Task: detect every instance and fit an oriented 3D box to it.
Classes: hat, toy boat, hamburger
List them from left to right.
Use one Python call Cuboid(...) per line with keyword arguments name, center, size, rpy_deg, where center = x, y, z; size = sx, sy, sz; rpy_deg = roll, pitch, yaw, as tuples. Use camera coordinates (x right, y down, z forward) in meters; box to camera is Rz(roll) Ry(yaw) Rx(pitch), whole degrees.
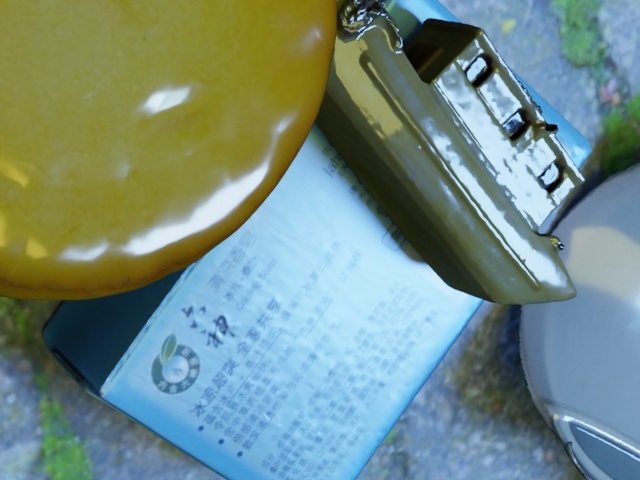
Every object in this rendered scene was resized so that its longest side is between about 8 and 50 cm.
Cuboid(name="hamburger", center=(-0.121, -0.097, 0.708), size=(0.246, 0.170, 0.246), rpy_deg=(-4, 98, -35))
Cuboid(name="toy boat", center=(0.052, -0.049, 0.794), size=(0.077, 0.057, 0.200), rpy_deg=(-47, 120, -13))
Cuboid(name="hat", center=(0.213, 0.070, 1.016), size=(0.226, 0.164, 0.219), rpy_deg=(34, 89, 5))

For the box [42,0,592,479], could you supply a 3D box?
Cuboid(name="box", center=(0.000, 0.000, 0.863), size=(0.142, 0.083, 0.232), rpy_deg=(38, 88, -34))
